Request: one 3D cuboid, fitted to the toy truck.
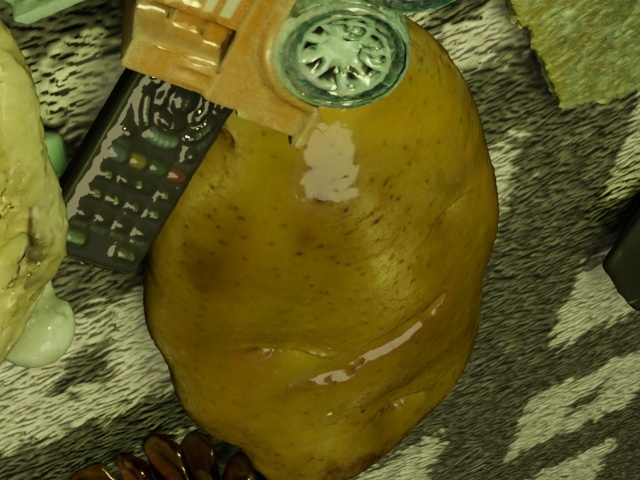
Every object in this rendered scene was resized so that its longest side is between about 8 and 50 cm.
[{"bbox_3d":[-0.001,-0.202,0.567,0.184,0.133,0.338,16,132,-20],"label":"toy truck"}]

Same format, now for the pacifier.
[{"bbox_3d":[-0.157,0.008,0.824,0.150,0.116,0.127,-11,174,-41],"label":"pacifier"}]

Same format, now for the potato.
[{"bbox_3d":[0.000,0.000,0.943,0.195,0.176,0.369,10,142,8],"label":"potato"}]

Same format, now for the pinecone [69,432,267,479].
[{"bbox_3d":[-0.104,0.237,1.200,0.201,0.202,0.229,7,162,-18],"label":"pinecone"}]

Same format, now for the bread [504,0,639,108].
[{"bbox_3d":[0.194,-0.173,0.933,0.207,0.056,0.286,-34,155,11],"label":"bread"}]

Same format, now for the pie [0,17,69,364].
[{"bbox_3d":[-0.268,0.002,0.673,0.339,0.077,0.339,-9,141,-7],"label":"pie"}]

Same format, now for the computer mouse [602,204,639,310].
[{"bbox_3d":[0.332,-0.048,1.241,0.170,0.100,0.269,5,142,-46],"label":"computer mouse"}]

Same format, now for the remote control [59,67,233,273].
[{"bbox_3d":[-0.052,-0.092,0.758,0.063,0.025,0.245,23,104,-41],"label":"remote control"}]
